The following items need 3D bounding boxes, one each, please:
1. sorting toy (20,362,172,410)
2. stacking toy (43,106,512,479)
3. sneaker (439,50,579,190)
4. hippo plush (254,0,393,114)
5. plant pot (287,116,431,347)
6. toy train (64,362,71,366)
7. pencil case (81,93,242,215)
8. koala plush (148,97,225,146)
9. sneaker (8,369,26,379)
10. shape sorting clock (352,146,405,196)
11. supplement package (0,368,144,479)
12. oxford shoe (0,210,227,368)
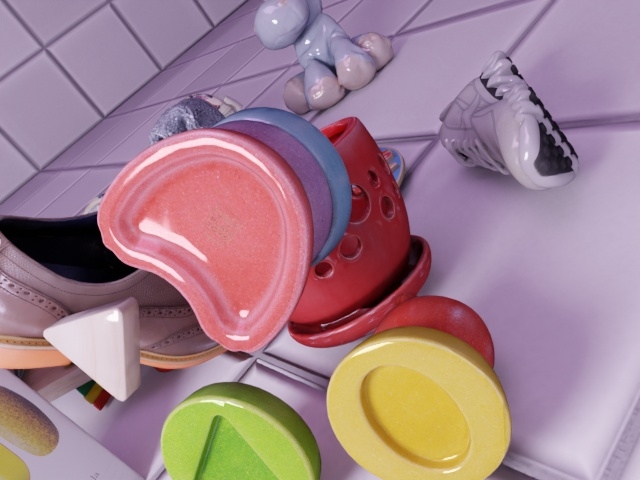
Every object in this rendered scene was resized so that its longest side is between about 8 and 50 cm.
[{"bbox_3d":[-0.263,0.112,0.825,0.257,0.089,0.255,-29,29,13],"label":"sorting toy"},{"bbox_3d":[-0.035,0.068,0.471,0.280,0.309,0.130,-39,4,29],"label":"stacking toy"},{"bbox_3d":[0.198,-0.118,0.661,0.118,0.110,0.292,-34,19,21],"label":"sneaker"},{"bbox_3d":[0.001,-0.430,1.203,0.235,0.236,0.294,-9,38,42],"label":"hippo plush"},{"bbox_3d":[0.000,0.000,0.588,0.191,0.174,0.191,-30,16,9],"label":"plant pot"},{"bbox_3d":[-0.305,0.090,0.758,0.125,0.046,0.166,-43,29,-12],"label":"toy train"},{"bbox_3d":[-0.278,-0.128,1.130,0.184,0.160,0.410,-26,27,37],"label":"pencil case"},{"bbox_3d":[-0.139,-0.119,0.933,0.222,0.203,0.196,9,3,23],"label":"koala plush"},{"bbox_3d":[-0.433,0.156,0.752,0.300,0.111,0.121,-30,37,61],"label":"sneaker"},{"bbox_3d":[0.025,-0.060,0.819,0.206,0.040,0.206,-27,29,16],"label":"shape sorting clock"},{"bbox_3d":[-0.319,0.217,0.559,0.134,0.244,0.139,-12,37,38],"label":"supplement package"},{"bbox_3d":[-0.163,0.044,0.589,0.132,0.364,0.130,-49,61,26],"label":"oxford shoe"}]
